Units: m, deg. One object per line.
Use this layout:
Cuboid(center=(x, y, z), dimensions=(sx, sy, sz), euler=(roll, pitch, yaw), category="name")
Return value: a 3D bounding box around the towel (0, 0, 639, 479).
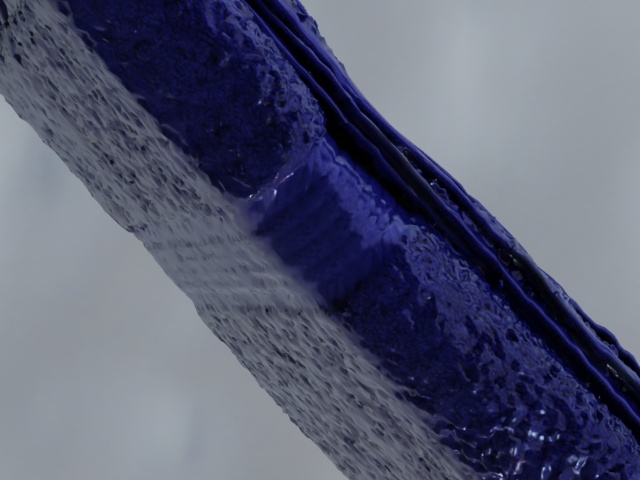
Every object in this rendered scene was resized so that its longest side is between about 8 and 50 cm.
Cuboid(center=(0.000, 0.000, 0.696), dimensions=(0.076, 0.308, 0.228), euler=(-43, -170, -13), category="towel")
